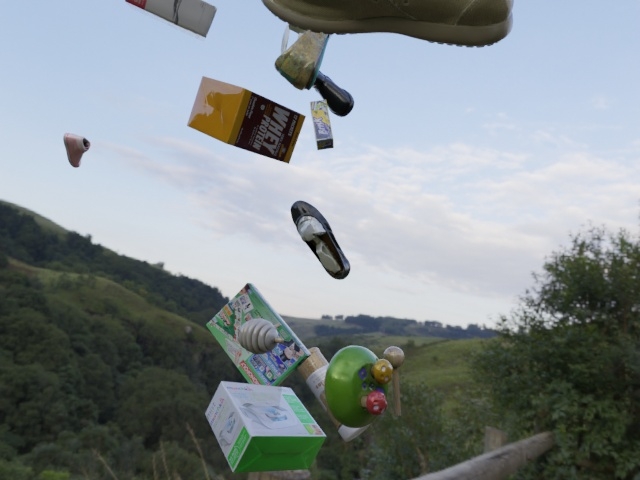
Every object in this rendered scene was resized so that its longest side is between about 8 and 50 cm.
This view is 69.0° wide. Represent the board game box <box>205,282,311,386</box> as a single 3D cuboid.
[{"bbox_3d":[-0.210,0.326,1.535,0.317,0.213,0.046,48,9,19],"label":"board game box"}]

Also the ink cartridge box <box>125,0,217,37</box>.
[{"bbox_3d":[-0.527,-0.831,1.664,0.283,0.117,0.207,18,13,-21],"label":"ink cartridge box"}]

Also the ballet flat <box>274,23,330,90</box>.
[{"bbox_3d":[-0.023,-0.504,1.125,0.123,0.348,0.123,14,-32,9],"label":"ballet flat"}]

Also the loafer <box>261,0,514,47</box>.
[{"bbox_3d":[0.066,-0.268,0.481,0.269,0.101,0.091,11,-49,11],"label":"loafer"}]

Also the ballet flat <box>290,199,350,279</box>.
[{"bbox_3d":[0.000,0.000,1.405,0.095,0.280,0.096,-35,4,17],"label":"ballet flat"}]

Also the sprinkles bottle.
[{"bbox_3d":[0.040,0.581,1.781,0.355,0.121,0.121,50,10,28],"label":"sprinkles bottle"}]

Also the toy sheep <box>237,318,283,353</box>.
[{"bbox_3d":[-0.139,0.223,1.086,0.132,0.091,0.091,-3,-16,33],"label":"toy sheep"}]

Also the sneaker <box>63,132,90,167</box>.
[{"bbox_3d":[-0.784,-0.288,1.519,0.070,0.050,0.134,5,-42,-8],"label":"sneaker"}]

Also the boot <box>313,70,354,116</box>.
[{"bbox_3d":[-0.011,-0.555,1.670,0.207,0.246,0.094,14,-56,-45],"label":"boot"}]

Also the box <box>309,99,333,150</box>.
[{"bbox_3d":[0.004,-0.388,1.565,0.059,0.168,0.054,-9,-25,-1],"label":"box"}]

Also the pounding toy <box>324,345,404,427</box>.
[{"bbox_3d":[0.132,0.330,1.060,0.237,0.182,0.110,7,-16,-39],"label":"pounding toy"}]

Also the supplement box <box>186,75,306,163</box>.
[{"bbox_3d":[-0.182,-0.295,1.148,0.191,0.128,0.194,29,13,40],"label":"supplement box"}]

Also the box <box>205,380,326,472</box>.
[{"bbox_3d":[-0.161,0.533,1.338,0.262,0.126,0.231,20,11,-38],"label":"box"}]
